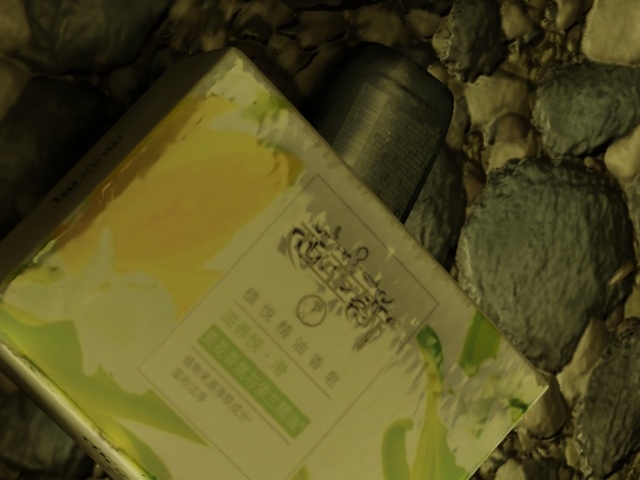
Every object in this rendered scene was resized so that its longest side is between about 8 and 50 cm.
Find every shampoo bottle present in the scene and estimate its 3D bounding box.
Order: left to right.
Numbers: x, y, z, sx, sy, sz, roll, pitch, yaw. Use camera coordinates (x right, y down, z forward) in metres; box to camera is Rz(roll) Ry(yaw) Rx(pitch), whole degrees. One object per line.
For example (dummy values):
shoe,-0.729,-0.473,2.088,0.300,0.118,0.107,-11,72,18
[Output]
shampoo bottle,0.000,0.000,1.071,0.087,0.049,0.234,32,79,-30

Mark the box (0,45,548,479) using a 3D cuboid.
box,-0.040,0.056,0.970,0.260,0.111,0.194,45,75,-14
